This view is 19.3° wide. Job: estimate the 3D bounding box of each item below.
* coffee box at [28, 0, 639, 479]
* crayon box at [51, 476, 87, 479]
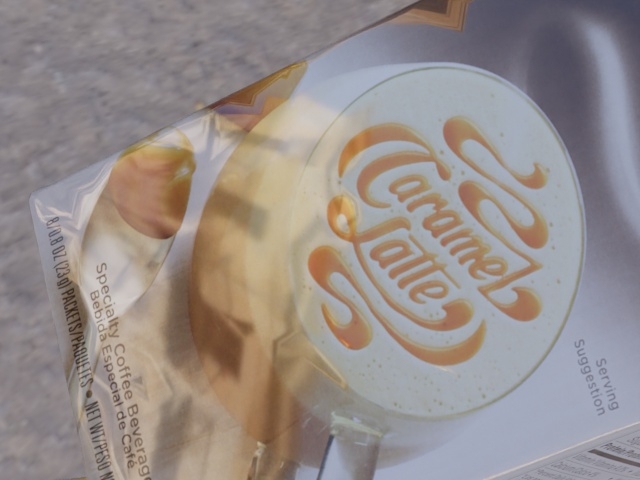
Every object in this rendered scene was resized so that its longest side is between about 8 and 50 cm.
[{"bbox_3d":[0.051,0.008,0.542,0.247,0.098,0.141,-25,68,23],"label":"coffee box"},{"bbox_3d":[-0.162,0.339,1.473,0.203,0.083,0.322,-4,91,-15],"label":"crayon box"}]
